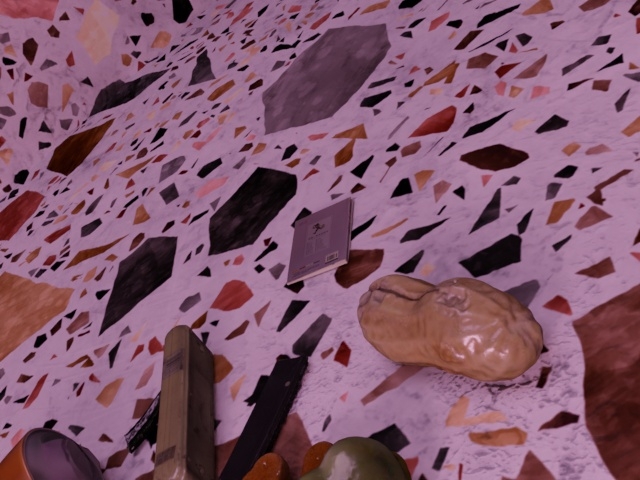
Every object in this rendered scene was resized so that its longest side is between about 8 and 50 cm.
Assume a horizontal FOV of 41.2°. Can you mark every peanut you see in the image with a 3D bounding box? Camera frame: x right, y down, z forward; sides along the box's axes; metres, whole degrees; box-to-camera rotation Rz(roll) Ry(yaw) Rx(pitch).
[{"bbox_3d":[0.161,0.112,1.137,0.290,0.130,0.130,2,48,49],"label":"peanut"}]

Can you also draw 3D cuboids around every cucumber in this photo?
[{"bbox_3d":[-0.283,0.295,1.428,0.034,0.033,0.135,32,67,17],"label":"cucumber"}]

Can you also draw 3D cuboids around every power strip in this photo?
[{"bbox_3d":[-0.209,0.280,1.318,0.066,0.092,0.387,-31,31,12],"label":"power strip"}]

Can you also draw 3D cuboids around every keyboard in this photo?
[{"bbox_3d":[-0.082,0.270,1.272,0.072,0.023,0.231,-16,36,42],"label":"keyboard"}]

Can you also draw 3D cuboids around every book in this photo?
[{"bbox_3d":[0.000,0.000,1.553,0.127,0.014,0.181,-23,34,22],"label":"book"}]

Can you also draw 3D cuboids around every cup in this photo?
[{"bbox_3d":[-0.460,0.424,1.334,0.264,0.182,0.226,-41,-3,7],"label":"cup"}]

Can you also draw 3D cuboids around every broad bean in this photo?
[{"bbox_3d":[0.034,0.330,0.969,0.169,0.100,0.228,33,54,18],"label":"broad bean"}]

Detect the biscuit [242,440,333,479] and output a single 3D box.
[{"bbox_3d":[-0.045,0.388,1.054,0.186,0.044,0.295,-21,36,31],"label":"biscuit"}]
